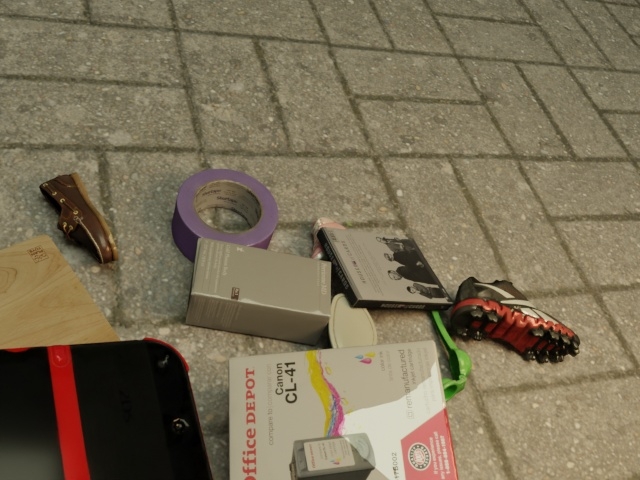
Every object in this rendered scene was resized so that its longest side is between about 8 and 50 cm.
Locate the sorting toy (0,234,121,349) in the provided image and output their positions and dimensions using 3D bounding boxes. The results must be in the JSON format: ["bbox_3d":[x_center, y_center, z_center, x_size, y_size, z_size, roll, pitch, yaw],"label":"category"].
[{"bbox_3d":[-0.441,0.155,0.958,0.257,0.089,0.255,-30,81,-46],"label":"sorting toy"}]

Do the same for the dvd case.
[{"bbox_3d":[0.123,0.055,1.289,0.239,0.029,0.179,6,43,-36],"label":"dvd case"}]

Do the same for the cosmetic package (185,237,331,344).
[{"bbox_3d":[-0.104,0.089,1.174,0.238,0.107,0.127,8,49,-11],"label":"cosmetic package"}]

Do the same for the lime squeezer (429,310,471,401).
[{"bbox_3d":[0.207,0.236,1.207,0.110,0.059,0.310,28,48,2],"label":"lime squeezer"}]

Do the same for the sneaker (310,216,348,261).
[{"bbox_3d":[0.000,0.000,1.322,0.070,0.051,0.134,40,41,7],"label":"sneaker"}]

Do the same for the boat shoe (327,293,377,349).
[{"bbox_3d":[0.056,0.212,1.152,0.095,0.079,0.254,-1,55,-24],"label":"boat shoe"}]

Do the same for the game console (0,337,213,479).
[{"bbox_3d":[-0.297,0.305,0.846,0.342,0.060,0.386,-1,56,-33],"label":"game console"}]

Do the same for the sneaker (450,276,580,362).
[{"bbox_3d":[0.378,0.146,1.318,0.276,0.097,0.135,19,41,-12],"label":"sneaker"}]

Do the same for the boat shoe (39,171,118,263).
[{"bbox_3d":[-0.419,-0.033,1.176,0.073,0.073,0.207,-21,55,-31],"label":"boat shoe"}]

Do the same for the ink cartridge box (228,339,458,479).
[{"bbox_3d":[0.027,0.277,0.977,0.306,0.131,0.226,-5,58,-1],"label":"ink cartridge box"}]

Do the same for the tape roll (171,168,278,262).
[{"bbox_3d":[-0.178,-0.039,1.267,0.189,0.080,0.189,11,50,-13],"label":"tape roll"}]
